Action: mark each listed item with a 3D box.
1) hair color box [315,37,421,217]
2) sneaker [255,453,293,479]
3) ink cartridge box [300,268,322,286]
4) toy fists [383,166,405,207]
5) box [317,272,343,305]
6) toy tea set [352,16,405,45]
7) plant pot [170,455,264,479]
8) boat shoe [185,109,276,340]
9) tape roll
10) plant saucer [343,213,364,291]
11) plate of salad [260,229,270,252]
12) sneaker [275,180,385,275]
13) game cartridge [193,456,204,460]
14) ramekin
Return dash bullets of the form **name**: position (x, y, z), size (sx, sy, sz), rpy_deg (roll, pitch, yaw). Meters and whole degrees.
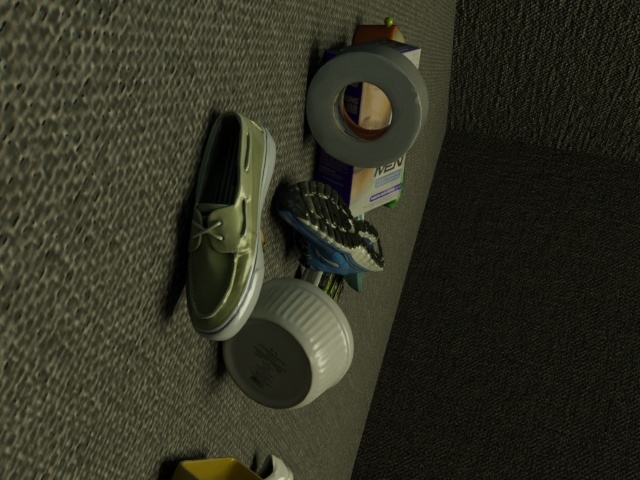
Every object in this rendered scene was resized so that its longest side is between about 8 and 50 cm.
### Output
- **hair color box**: position (0.094, -0.230, 1.565), size (0.185, 0.110, 0.339), rpy_deg (-25, 130, -42)
- **sneaker**: position (-0.138, 0.535, 1.543), size (0.212, 0.080, 0.094), rpy_deg (-59, 135, -37)
- **ink cartridge box**: position (-0.052, 0.154, 1.634), size (0.179, 0.045, 0.145), rpy_deg (116, -2, -49)
- **toy fists**: position (0.203, -0.230, 2.207), size (0.142, 0.096, 0.279), rpy_deg (-77, 170, -56)
- **box**: position (0.012, 0.131, 1.831), size (0.184, 0.045, 0.190), rpy_deg (85, 22, -45)
- **toy tea set**: position (0.141, -0.356, 1.742), size (0.336, 0.124, 0.200), rpy_deg (53, 50, -73)
- **plant pot**: position (-0.141, 0.467, 1.131), size (0.187, 0.212, 0.212), rpy_deg (-57, 160, -2)
- **boat shoe**: position (-0.131, -0.024, 0.989), size (0.094, 0.109, 0.302), rpy_deg (34, 59, -60)
- **tape roll**: position (0.086, -0.246, 1.396), size (0.072, 0.219, 0.219), rpy_deg (-53, 153, -58)
- **plant saucer**: position (0.080, -0.032, 1.850), size (0.317, 0.044, 0.317), rpy_deg (1, 90, -84)
- **plate of salad**: position (-0.123, 0.033, 1.148), size (0.200, 0.048, 0.200), rpy_deg (13, 90, -78)
- **sneaker**: position (0.000, 0.000, 1.451), size (0.330, 0.147, 0.130), rpy_deg (40, 35, -53)
- **game cartridge**: position (-0.206, 0.388, 1.202), size (0.083, 0.017, 0.056), rpy_deg (-65, 166, -44)
- **ramekin**: position (-0.060, 0.174, 1.220), size (0.109, 0.207, 0.207), rpy_deg (-40, 141, -56)
